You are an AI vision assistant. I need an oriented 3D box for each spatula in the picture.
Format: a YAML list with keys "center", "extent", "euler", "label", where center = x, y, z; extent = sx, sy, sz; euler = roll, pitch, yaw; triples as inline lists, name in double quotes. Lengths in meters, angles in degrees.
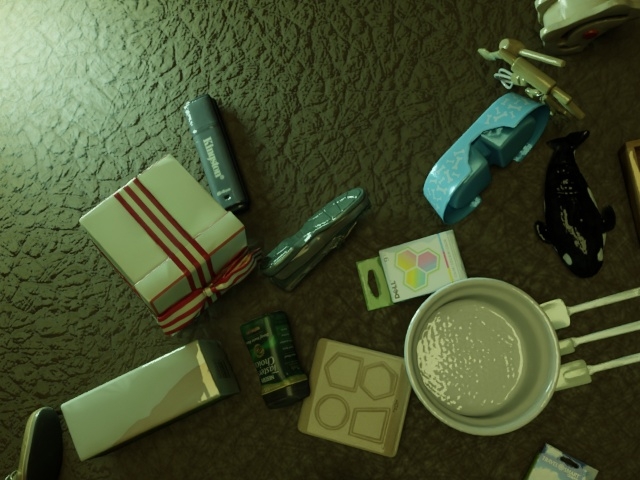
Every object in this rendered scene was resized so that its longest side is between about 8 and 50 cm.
- center: [0.529, 0.180, 1.356]
  extent: [0.242, 0.019, 0.168]
  euler: [-17, 77, 7]
  label: "spatula"

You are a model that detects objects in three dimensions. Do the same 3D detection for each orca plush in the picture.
- center: [0.499, -0.076, 1.360]
  extent: [0.151, 0.102, 0.287]
  euler: [7, 82, 11]
  label: "orca plush"

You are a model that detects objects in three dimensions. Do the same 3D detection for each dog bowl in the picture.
- center: [0.318, -0.165, 1.382]
  extent: [0.297, 0.166, 0.074]
  euler: [-47, 65, 0]
  label: "dog bowl"

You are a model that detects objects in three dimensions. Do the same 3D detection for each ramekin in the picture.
- center: [0.286, 0.214, 1.314]
  extent: [0.278, 0.135, 0.277]
  euler: [0, 79, -1]
  label: "ramekin"

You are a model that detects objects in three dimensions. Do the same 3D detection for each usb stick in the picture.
- center: [-0.226, -0.185, 1.536]
  extent: [0.077, 0.045, 0.277]
  euler: [-21, 78, 5]
  label: "usb stick"

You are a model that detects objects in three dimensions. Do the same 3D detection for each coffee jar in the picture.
- center: [-0.090, 0.240, 1.420]
  extent: [0.096, 0.079, 0.184]
  euler: [-27, 76, 28]
  label: "coffee jar"

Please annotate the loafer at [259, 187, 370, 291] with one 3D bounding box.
- center: [0.000, 0.000, 1.457]
  extent: [0.268, 0.096, 0.084]
  euler: [-38, 113, 5]
  label: "loafer"

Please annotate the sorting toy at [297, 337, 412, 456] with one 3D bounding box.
- center: [0.072, 0.310, 1.411]
  extent: [0.209, 0.038, 0.192]
  euler: [12, 83, 16]
  label: "sorting toy"

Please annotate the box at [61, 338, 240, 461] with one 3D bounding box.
- center: [-0.338, 0.317, 1.425]
  extent: [0.311, 0.148, 0.121]
  euler: [-26, 78, 7]
  label: "box"

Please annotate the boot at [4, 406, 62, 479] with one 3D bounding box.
- center: [-0.615, 0.497, 1.470]
  extent: [0.115, 0.112, 0.305]
  euler: [2, 83, 21]
  label: "boot"

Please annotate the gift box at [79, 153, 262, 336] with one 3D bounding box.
- center: [-0.277, 0.025, 1.414]
  extent: [0.255, 0.276, 0.258]
  euler: [-42, 72, -12]
  label: "gift box"

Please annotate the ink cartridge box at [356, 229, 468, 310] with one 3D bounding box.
- center: [0.179, 0.062, 1.415]
  extent: [0.210, 0.062, 0.108]
  euler: [-16, 79, 8]
  label: "ink cartridge box"

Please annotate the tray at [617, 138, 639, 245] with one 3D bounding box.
- center: [0.799, -0.120, 1.330]
  extent: [0.411, 0.076, 0.202]
  euler: [-10, 80, 9]
  label: "tray"

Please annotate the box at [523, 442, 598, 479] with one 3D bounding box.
- center: [0.425, 0.479, 1.313]
  extent: [0.109, 0.042, 0.178]
  euler: [26, 86, 12]
  label: "box"

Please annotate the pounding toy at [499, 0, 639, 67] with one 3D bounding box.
- center: [0.502, -0.398, 1.375]
  extent: [0.270, 0.154, 0.154]
  euler: [-15, 76, 41]
  label: "pounding toy"

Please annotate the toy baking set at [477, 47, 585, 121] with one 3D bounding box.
- center: [0.395, -0.301, 1.367]
  extent: [0.256, 0.197, 0.030]
  euler: [42, 95, 13]
  label: "toy baking set"
